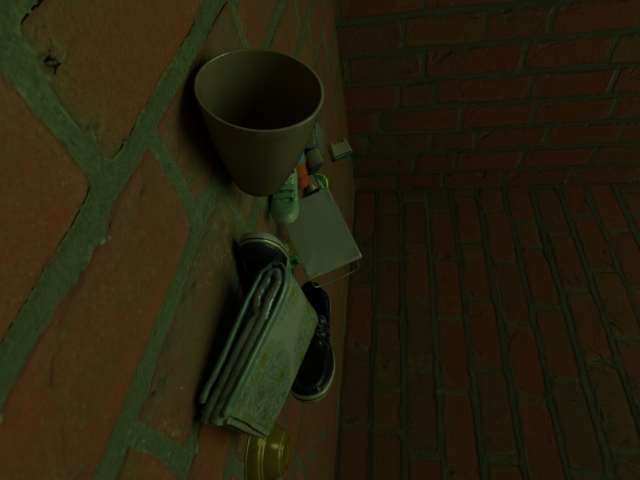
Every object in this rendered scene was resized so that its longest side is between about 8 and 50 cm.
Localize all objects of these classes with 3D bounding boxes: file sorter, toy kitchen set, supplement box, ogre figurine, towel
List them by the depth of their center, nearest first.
[{"bbox_3d":[-0.133,0.281,1.003,0.321,0.090,0.375,70,40,-57],"label":"towel"},{"bbox_3d":[-0.113,0.083,1.341,0.118,0.096,0.197,87,14,-59],"label":"ogre figurine"},{"bbox_3d":[0.000,0.000,1.447,0.173,0.192,0.278,77,-11,-70],"label":"file sorter"},{"bbox_3d":[0.023,-0.292,1.607,0.122,0.165,0.207,67,-17,-1],"label":"toy kitchen set"},{"bbox_3d":[-0.056,-0.402,1.620,0.220,0.111,0.114,-26,115,-78],"label":"supplement box"}]

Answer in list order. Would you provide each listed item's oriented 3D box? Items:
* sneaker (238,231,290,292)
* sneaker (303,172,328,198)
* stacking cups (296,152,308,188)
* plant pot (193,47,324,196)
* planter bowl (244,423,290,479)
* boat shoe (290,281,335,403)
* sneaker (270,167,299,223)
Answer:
[{"bbox_3d":[-0.140,0.105,1.110,0.321,0.125,0.128,76,11,-57],"label":"sneaker"},{"bbox_3d":[-0.032,-0.153,1.833,0.123,0.109,0.296,-7,98,-58],"label":"sneaker"},{"bbox_3d":[-0.093,-0.324,1.486,0.316,0.095,0.096,78,15,-54],"label":"stacking cups"},{"bbox_3d":[-0.137,-0.234,0.923,0.274,0.256,0.257,104,-6,-57],"label":"plant pot"},{"bbox_3d":[-0.140,0.614,1.188,0.217,0.090,0.218,-1,90,-79],"label":"planter bowl"},{"bbox_3d":[-0.042,0.352,1.508,0.501,0.186,0.156,-85,164,-51],"label":"boat shoe"},{"bbox_3d":[-0.121,-0.179,1.303,0.151,0.094,0.256,86,0,-48],"label":"sneaker"}]
